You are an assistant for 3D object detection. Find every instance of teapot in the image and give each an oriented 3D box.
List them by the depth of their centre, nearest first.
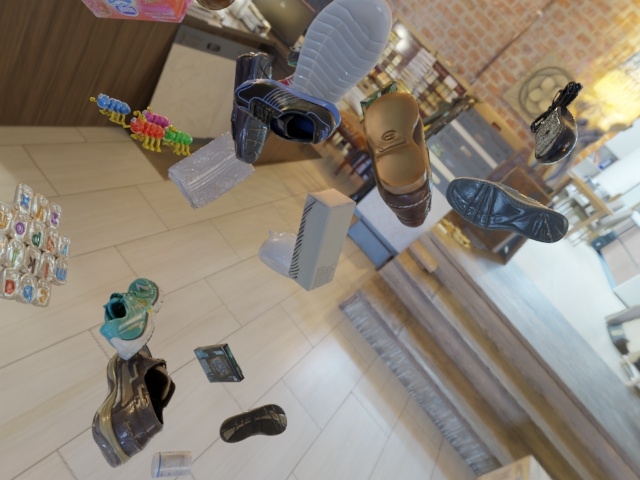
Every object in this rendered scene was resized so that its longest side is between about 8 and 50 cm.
[{"bbox_3d":[-0.143,0.049,1.901,0.255,0.252,0.187,33,73,-6],"label":"teapot"}]

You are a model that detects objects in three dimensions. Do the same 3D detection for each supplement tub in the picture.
[{"bbox_3d":[-0.450,0.674,1.259,0.107,0.071,0.071,12,43,-28],"label":"supplement tub"}]

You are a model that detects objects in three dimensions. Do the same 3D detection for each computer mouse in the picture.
[{"bbox_3d":[0.687,-0.314,1.203,0.072,0.189,0.272,26,54,-2],"label":"computer mouse"}]

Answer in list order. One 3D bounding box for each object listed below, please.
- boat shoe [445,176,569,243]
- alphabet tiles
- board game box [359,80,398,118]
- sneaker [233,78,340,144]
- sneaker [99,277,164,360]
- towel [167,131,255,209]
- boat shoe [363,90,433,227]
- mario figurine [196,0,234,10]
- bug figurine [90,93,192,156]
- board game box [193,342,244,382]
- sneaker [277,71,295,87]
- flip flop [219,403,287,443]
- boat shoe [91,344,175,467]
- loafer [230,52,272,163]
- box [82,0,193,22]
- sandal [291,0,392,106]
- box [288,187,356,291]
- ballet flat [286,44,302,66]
[{"bbox_3d":[0.492,-0.088,1.125,0.319,0.118,0.103,19,21,7],"label":"boat shoe"},{"bbox_3d":[-0.710,0.017,1.027,0.284,0.021,0.279,87,-1,-72],"label":"alphabet tiles"},{"bbox_3d":[0.192,-0.306,1.208,0.030,0.136,0.260,24,-35,44],"label":"board game box"},{"bbox_3d":[-0.081,-0.244,0.795,0.232,0.082,0.090,19,45,19],"label":"sneaker"},{"bbox_3d":[-0.446,0.157,0.987,0.110,0.107,0.275,51,2,-27],"label":"sneaker"},{"bbox_3d":[-0.406,-0.259,1.563,0.187,0.282,0.049,56,-11,-18],"label":"towel"},{"bbox_3d":[0.095,-0.104,0.511,0.073,0.073,0.207,60,26,-43],"label":"boat shoe"},{"bbox_3d":[-0.032,-0.323,0.338,0.169,0.320,0.198,-3,82,-23],"label":"mario figurine"},{"bbox_3d":[-0.467,-0.314,1.122,0.278,0.072,0.216,35,14,31],"label":"bug figurine"},{"bbox_3d":[-0.327,0.394,1.336,0.026,0.186,0.126,-31,98,-46],"label":"board game box"},{"bbox_3d":[-0.094,-0.555,1.421,0.118,0.067,0.042,2,37,1],"label":"sneaker"},{"bbox_3d":[-0.244,0.669,1.521,0.276,0.080,0.113,2,69,-38],"label":"flip flop"},{"bbox_3d":[-0.380,0.327,0.906,0.355,0.130,0.133,-137,-153,-65],"label":"boat shoe"},{"bbox_3d":[-0.208,-0.375,1.193,0.095,0.303,0.109,15,11,24],"label":"loafer"},{"bbox_3d":[-0.439,-0.627,0.974,0.299,0.154,0.142,16,-16,24],"label":"box"},{"bbox_3d":[0.025,-0.430,1.025,0.169,0.416,0.102,33,53,-11],"label":"sandal"},{"bbox_3d":[0.000,0.000,1.174,0.094,0.276,0.113,36,34,32],"label":"box"},{"bbox_3d":[-0.031,-0.578,1.308,0.074,0.074,0.203,8,14,-47],"label":"ballet flat"}]
